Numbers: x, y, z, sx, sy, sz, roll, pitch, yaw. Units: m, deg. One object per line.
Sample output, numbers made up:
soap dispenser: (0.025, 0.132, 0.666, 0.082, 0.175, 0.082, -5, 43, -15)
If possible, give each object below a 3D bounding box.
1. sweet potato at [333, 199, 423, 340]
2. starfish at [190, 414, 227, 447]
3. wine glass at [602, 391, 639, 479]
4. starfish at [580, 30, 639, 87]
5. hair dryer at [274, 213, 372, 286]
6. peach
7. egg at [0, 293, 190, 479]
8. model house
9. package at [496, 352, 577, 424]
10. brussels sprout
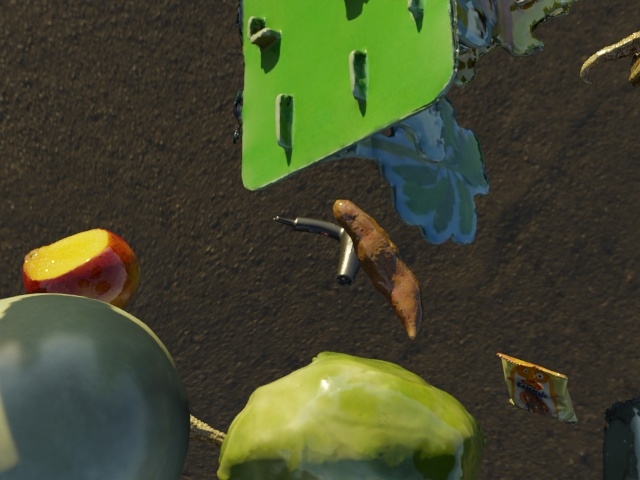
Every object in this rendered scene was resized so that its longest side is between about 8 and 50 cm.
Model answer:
sweet potato: (0.142, 0.056, 1.764, 0.106, 0.095, 0.355, -15, 72, -52)
starfish: (-0.370, 0.388, 1.851, 0.432, 0.324, 0.082, 49, 65, -37)
wine glass: (0.341, 0.304, 0.729, 0.143, 0.143, 0.321, -2, 80, -19)
starfish: (0.391, -0.202, 0.884, 0.190, 0.146, 0.074, 6, 115, 13)
hair dryer: (0.000, 0.000, 2.029, 0.271, 0.091, 0.235, 15, 48, 7)
peach: (-0.427, 0.062, 1.405, 0.192, 0.190, 0.190, 33, 68, -20)
egg: (-0.260, 0.177, 0.710, 0.258, 0.352, 0.258, 11, 70, -32)
model house: (0.114, -0.186, 0.668, 0.312, 0.242, 0.358, 11, 68, -35)
package: (0.316, 0.217, 1.149, 0.031, 0.108, 0.121, -47, 132, -29)
brussels sprout: (0.044, 0.268, 0.967, 0.328, 0.328, 0.247, 39, 49, -5)
